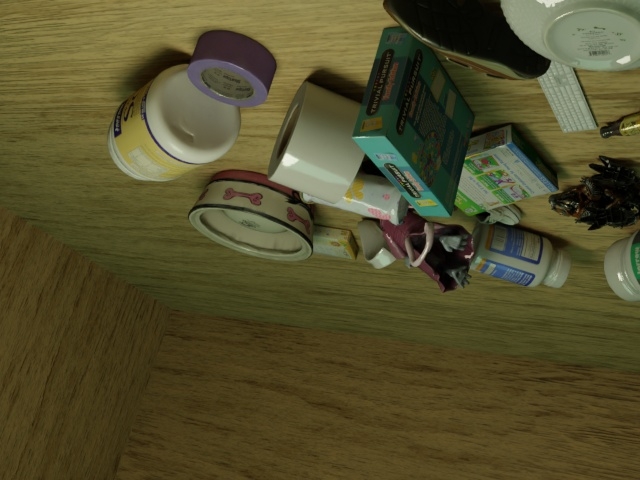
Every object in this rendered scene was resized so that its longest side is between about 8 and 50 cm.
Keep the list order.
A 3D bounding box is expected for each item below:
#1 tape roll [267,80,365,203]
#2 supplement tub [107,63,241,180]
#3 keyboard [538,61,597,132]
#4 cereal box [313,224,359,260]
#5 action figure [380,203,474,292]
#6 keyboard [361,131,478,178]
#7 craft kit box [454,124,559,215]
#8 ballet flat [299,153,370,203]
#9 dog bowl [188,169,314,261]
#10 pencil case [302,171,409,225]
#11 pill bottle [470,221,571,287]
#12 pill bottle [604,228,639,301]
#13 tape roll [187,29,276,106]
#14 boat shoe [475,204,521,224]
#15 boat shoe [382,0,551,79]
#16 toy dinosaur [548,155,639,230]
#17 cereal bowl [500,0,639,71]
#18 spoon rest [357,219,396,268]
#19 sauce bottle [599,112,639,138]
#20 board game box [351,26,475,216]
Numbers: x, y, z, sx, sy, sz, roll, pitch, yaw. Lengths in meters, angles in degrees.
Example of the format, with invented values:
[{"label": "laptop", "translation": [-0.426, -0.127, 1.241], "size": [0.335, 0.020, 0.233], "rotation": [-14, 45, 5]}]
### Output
[{"label": "tape roll", "translation": [-0.001, -0.224, 1.874], "size": [0.169, 0.246, 0.246], "rotation": [21, 160, -12]}, {"label": "supplement tub", "translation": [-0.374, -0.280, 2.015], "size": [0.241, 0.241, 0.331], "rotation": [27, 157, -29]}, {"label": "keyboard", "translation": [0.499, -0.291, 1.651], "size": [0.072, 0.014, 0.256], "rotation": [3, 157, 33]}, {"label": "cereal box", "translation": [0.000, 0.000, 2.779], "size": [0.240, 0.047, 0.173], "rotation": [10, 160, 16]}, {"label": "action figure", "translation": [0.248, -0.005, 2.217], "size": [0.276, 0.248, 0.370], "rotation": [4, -155, -40]}, {"label": "keyboard", "translation": [0.242, -0.206, 1.978], "size": [0.317, 0.033, 0.201], "rotation": [-13, 148, 34]}, {"label": "craft kit box", "translation": [0.402, -0.160, 1.942], "size": [0.247, 0.061, 0.250], "rotation": [-19, 145, 33]}, {"label": "ballet flat", "translation": [0.050, -0.167, 2.185], "size": [0.123, 0.123, 0.348], "rotation": [26, 158, -27]}, {"label": "dog bowl", "translation": [-0.201, -0.080, 2.566], "size": [0.408, 0.150, 0.408], "rotation": [14, 161, 5]}, {"label": "pencil case", "translation": [0.092, -0.122, 2.042], "size": [0.273, 0.113, 0.124], "rotation": [15, -176, 14]}, {"label": "pill bottle", "translation": [0.565, 0.046, 2.317], "size": [0.272, 0.152, 0.152], "rotation": [17, 161, -3]}, {"label": "pill bottle", "translation": [0.884, 0.042, 1.981], "size": [0.204, 0.204, 0.361], "rotation": [22, 159, -18]}, {"label": "tape roll", "translation": [-0.199, -0.385, 1.833], "size": [0.189, 0.080, 0.189], "rotation": [13, 161, 5]}, {"label": "boat shoe", "translation": [0.443, -0.079, 2.179], "size": [0.226, 0.075, 0.083], "rotation": [25, 159, -24]}, {"label": "boat shoe", "translation": [0.257, -0.369, 1.472], "size": [0.324, 0.122, 0.120], "rotation": [23, 173, -14]}, {"label": "toy dinosaur", "translation": [0.699, -0.096, 1.906], "size": [0.322, 0.164, 0.218], "rotation": [-17, 162, 26]}, {"label": "cereal bowl", "translation": [0.446, -0.373, 1.283], "size": [0.339, 0.141, 0.339], "rotation": [14, 160, 5]}, {"label": "spoon rest", "translation": [0.169, 0.015, 2.465], "size": [0.137, 0.084, 0.276], "rotation": [40, -167, -14]}, {"label": "sauce bottle", "translation": [0.634, -0.234, 1.660], "size": [0.042, 0.042, 0.128], "rotation": [27, 157, -28]}, {"label": "board game box", "translation": [0.202, -0.236, 1.673], "size": [0.079, 0.253, 0.336], "rotation": [3, 156, 34]}]
